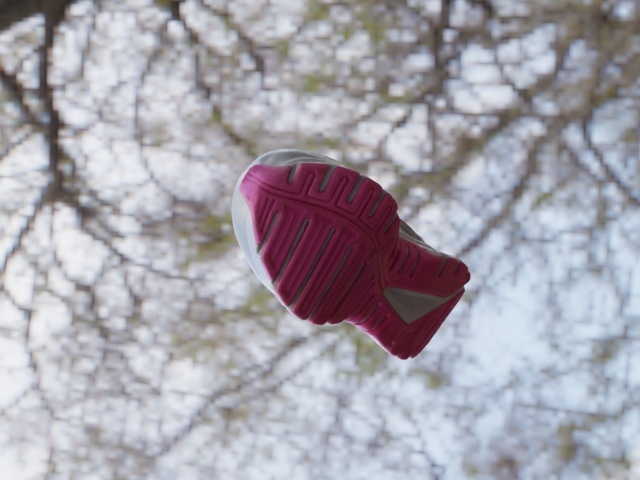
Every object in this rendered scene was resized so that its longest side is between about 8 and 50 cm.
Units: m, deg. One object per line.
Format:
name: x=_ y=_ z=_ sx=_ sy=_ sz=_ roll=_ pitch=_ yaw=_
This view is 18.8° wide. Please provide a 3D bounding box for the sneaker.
sneaker: x=0.000 y=0.000 z=1.309 sx=0.103 sy=0.111 sz=0.252 roll=-53 pitch=-33 yaw=-2
